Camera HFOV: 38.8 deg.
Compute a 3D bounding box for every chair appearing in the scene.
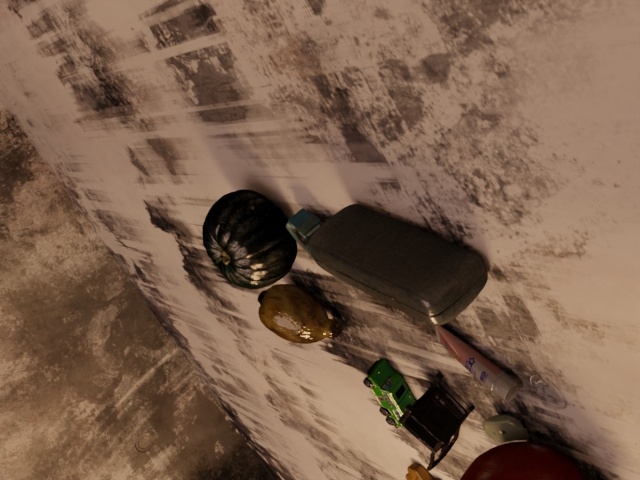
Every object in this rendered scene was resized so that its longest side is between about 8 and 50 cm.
[{"bbox_3d":[0.232,0.384,1.881,0.113,0.106,0.229,42,156,17],"label":"chair"}]

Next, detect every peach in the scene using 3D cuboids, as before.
[{"bbox_3d":[0.358,0.456,1.602,0.243,0.244,0.199,153,120,-68],"label":"peach"}]

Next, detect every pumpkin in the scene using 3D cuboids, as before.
[{"bbox_3d":[-0.150,-0.002,1.919,0.221,0.162,0.220,32,142,29],"label":"pumpkin"}]

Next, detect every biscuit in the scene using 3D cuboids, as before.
[{"bbox_3d":[0.310,0.666,2.287,0.249,0.035,0.184,41,157,19],"label":"biscuit"}]

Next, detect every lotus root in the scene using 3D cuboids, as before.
[{"bbox_3d":[-0.050,0.172,2.073,0.214,0.138,0.138,21,146,32],"label":"lotus root"}]

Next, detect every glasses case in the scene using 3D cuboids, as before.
[{"bbox_3d":[0.119,0.033,1.493,0.323,0.131,0.074,25,151,47],"label":"glasses case"}]

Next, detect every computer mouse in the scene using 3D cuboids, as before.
[{"bbox_3d":[0.351,0.347,1.692,0.056,0.032,0.110,52,148,-8],"label":"computer mouse"}]

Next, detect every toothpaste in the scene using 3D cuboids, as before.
[{"bbox_3d":[0.272,0.215,1.624,0.194,0.043,0.067,39,160,40],"label":"toothpaste"}]

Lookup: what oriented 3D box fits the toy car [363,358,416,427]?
[{"bbox_3d":[0.159,0.337,2.002,0.063,0.071,0.165,-3,125,46],"label":"toy car"}]

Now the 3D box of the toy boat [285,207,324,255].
[{"bbox_3d":[0.000,0.000,1.753,0.173,0.069,0.058,43,166,29],"label":"toy boat"}]
